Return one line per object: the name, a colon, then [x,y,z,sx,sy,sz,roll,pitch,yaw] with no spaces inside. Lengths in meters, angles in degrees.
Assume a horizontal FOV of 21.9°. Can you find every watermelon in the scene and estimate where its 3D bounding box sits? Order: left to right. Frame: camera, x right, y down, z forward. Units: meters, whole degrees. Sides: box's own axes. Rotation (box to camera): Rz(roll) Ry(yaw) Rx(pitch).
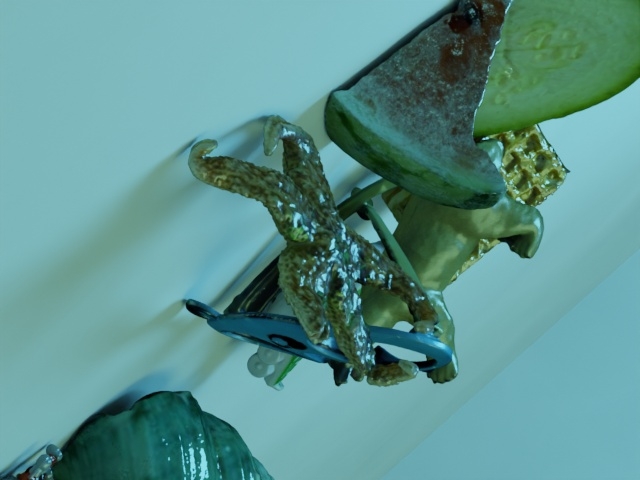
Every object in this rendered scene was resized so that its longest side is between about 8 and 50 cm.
watermelon: [0.062,-0.102,1.119,0.098,0.121,0.158,143,-47,-79]

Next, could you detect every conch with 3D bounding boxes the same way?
conch: [-0.121,0.208,1.364,0.202,0.134,0.196,-21,156,-54]

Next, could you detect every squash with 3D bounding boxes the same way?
squash: [0.197,-0.197,1.250,0.204,0.155,0.237,0,156,-11]

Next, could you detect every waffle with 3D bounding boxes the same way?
waffle: [0.130,-0.044,1.376,0.148,0.042,0.102,-41,125,-7]

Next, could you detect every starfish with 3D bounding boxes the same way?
starfish: [-0.008,0.005,1.018,0.053,0.150,0.210,-30,131,27]

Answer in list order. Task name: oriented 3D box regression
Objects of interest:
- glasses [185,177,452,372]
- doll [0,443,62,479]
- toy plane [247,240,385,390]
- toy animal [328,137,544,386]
glasses: [0.038,0.026,1.199,0.207,0.102,0.239,-42,-157,-26]
doll: [-0.233,0.195,1.220,0.057,0.039,0.114,-11,-155,42]
toy plane: [0.011,0.063,1.402,0.174,0.080,0.174,-37,164,-13]
toy animal: [0.081,0.018,1.280,0.101,0.103,0.218,22,103,-48]
